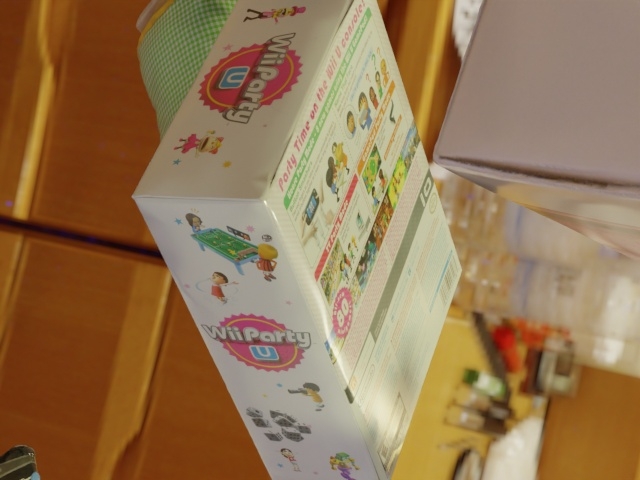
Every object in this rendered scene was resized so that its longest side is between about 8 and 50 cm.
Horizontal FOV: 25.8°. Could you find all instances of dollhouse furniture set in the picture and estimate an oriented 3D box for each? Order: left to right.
[{"bbox_3d":[-0.125,-0.211,1.255,0.151,0.301,0.197,13,52,-33],"label":"dollhouse furniture set"}]

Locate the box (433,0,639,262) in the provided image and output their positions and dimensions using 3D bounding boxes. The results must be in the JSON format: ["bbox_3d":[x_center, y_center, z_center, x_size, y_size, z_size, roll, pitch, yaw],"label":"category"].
[{"bbox_3d":[0.180,-0.051,0.506,0.232,0.127,0.148,23,84,-35],"label":"box"}]

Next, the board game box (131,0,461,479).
[{"bbox_3d":[0.000,0.000,0.991,0.303,0.097,0.224,70,32,-42],"label":"board game box"}]

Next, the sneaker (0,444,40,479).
[{"bbox_3d":[-0.292,0.176,1.051,0.067,0.188,0.078,27,65,-69],"label":"sneaker"}]
